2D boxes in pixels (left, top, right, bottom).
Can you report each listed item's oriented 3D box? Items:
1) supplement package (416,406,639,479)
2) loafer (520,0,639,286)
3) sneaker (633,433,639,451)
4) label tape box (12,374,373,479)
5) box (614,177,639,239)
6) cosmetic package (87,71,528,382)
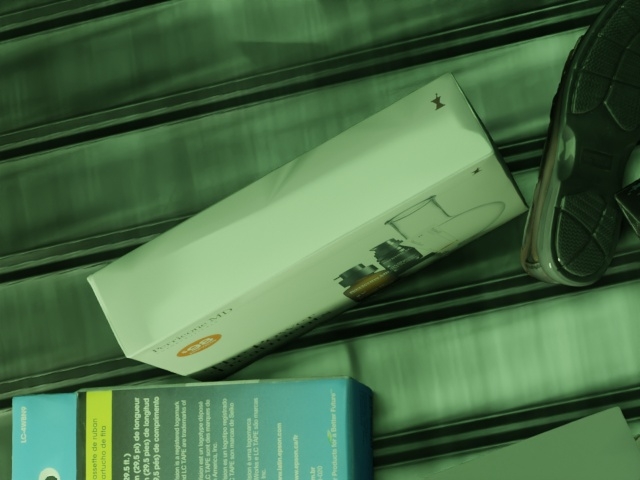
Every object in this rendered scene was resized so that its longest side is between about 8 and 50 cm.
[{"bbox_3d":[0.178,0.299,1.747,0.262,0.145,0.204,-18,74,-19],"label":"supplement package"},{"bbox_3d":[0.257,-0.102,1.887,0.109,0.095,0.302,21,80,-23],"label":"loafer"},{"bbox_3d":[0.378,0.173,1.793,0.235,0.090,0.094,-27,55,20],"label":"sneaker"},{"bbox_3d":[-0.123,0.269,1.894,0.348,0.115,0.249,-4,79,14],"label":"label tape box"},{"bbox_3d":[0.426,-0.029,1.780,0.247,0.142,0.163,-32,101,6],"label":"box"},{"bbox_3d":[0.000,0.000,1.827,0.377,0.284,0.097,-29,74,7],"label":"cosmetic package"}]
